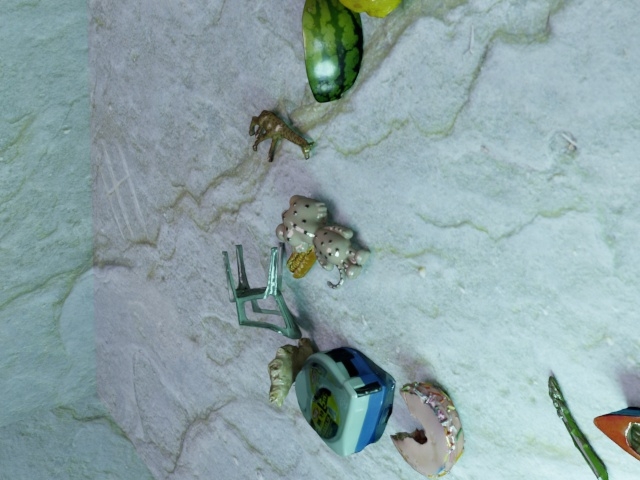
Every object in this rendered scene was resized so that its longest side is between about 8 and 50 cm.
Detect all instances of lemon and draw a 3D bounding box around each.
[{"bbox_3d":[0.099,-0.569,1.569,0.170,0.170,0.207,24,127,47],"label":"lemon"}]

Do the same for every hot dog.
[{"bbox_3d":[-0.045,0.045,2.091,0.071,0.045,0.165,61,143,21],"label":"hot dog"}]

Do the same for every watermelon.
[{"bbox_3d":[0.039,-0.468,1.767,0.128,0.159,0.303,1,109,14],"label":"watermelon"}]

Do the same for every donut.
[{"bbox_3d":[0.263,0.455,1.796,0.199,0.085,0.233,38,131,40],"label":"donut"}]

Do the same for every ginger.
[{"bbox_3d":[-0.088,0.364,2.130,0.074,0.213,0.137,-26,95,53],"label":"ginger"}]

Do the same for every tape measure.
[{"bbox_3d":[0.052,0.418,2.024,0.262,0.138,0.259,41,131,38],"label":"tape measure"}]

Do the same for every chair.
[{"bbox_3d":[-0.160,0.148,2.156,0.203,0.190,0.274,-51,-44,-80],"label":"chair"}]

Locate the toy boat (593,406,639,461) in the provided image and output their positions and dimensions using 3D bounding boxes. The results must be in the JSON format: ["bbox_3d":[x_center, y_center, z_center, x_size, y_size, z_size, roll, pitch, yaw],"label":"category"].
[{"bbox_3d":[0.648,0.362,1.247,0.392,0.079,0.136,20,120,48],"label":"toy boat"}]

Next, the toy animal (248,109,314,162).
[{"bbox_3d":[-0.114,-0.287,2.058,0.275,0.054,0.149,3,107,52],"label":"toy animal"}]

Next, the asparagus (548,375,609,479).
[{"bbox_3d":[0.505,0.379,1.489,0.034,0.027,0.236,-44,67,46],"label":"asparagus"}]

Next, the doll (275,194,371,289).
[{"bbox_3d":[0.002,-0.001,1.945,0.278,0.119,0.154,45,107,25],"label":"doll"}]
